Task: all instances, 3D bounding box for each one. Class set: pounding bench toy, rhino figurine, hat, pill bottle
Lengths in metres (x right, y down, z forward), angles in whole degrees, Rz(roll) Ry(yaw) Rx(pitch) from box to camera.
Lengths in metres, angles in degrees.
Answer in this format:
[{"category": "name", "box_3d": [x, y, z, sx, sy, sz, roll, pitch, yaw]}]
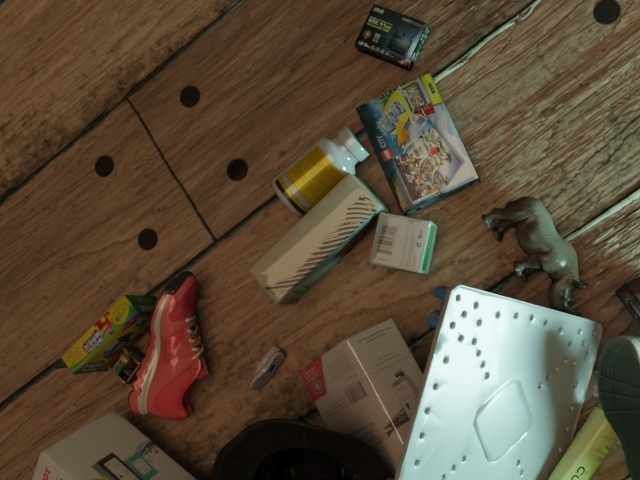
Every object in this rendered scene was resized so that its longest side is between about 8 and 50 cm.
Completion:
[{"category": "pounding bench toy", "box_3d": [-0.405, 0.263, 1.637, 0.052, 0.083, 0.065, 40, 97, 17]}, {"category": "rhino figurine", "box_3d": [0.398, 0.030, 1.411, 0.106, 0.073, 0.243, -34, 77, 15]}, {"category": "hat", "box_3d": [-0.020, 0.400, 1.366, 0.331, 0.134, 0.331, 2, 119, 4]}, {"category": "pill bottle", "box_3d": [0.002, -0.136, 1.534, 0.184, 0.103, 0.103, -39, 75, 11]}]

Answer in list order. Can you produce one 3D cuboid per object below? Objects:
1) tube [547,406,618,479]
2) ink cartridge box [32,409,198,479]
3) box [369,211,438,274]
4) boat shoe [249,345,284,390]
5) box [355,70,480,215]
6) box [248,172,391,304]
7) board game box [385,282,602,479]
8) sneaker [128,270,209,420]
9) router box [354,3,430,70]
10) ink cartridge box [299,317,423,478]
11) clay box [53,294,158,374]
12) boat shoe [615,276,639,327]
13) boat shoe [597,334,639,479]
[{"category": "tube", "box_3d": [0.433, 0.400, 1.352, 0.070, 0.062, 0.240, 36, 86, 1]}, {"category": "ink cartridge box", "box_3d": [-0.399, 0.511, 1.527, 0.270, 0.197, 0.198, 34, 118, 18]}, {"category": "box", "box_3d": [0.157, 0.007, 1.480, 0.102, 0.087, 0.101, 12, 89, 18]}, {"category": "boat shoe", "box_3d": [-0.112, 0.254, 1.575, 0.100, 0.035, 0.035, -55, 45, 10]}, {"category": "box", "box_3d": [0.185, -0.185, 1.512, 0.159, 0.044, 0.233, -25, 78, 14]}, {"category": "box", "box_3d": [0.000, 0.000, 1.520, 0.275, 0.113, 0.094, -44, 75, 11]}, {"category": "board game box", "box_3d": [0.282, 0.288, 1.289, 0.050, 0.390, 0.389, 15, 90, 54]}, {"category": "sneaker", "box_3d": [-0.280, 0.219, 1.604, 0.136, 0.116, 0.313, 17, 97, 8]}, {"category": "router box", "box_3d": [0.141, -0.399, 1.549, 0.122, 0.038, 0.092, 26, 92, 18]}, {"category": "ink cartridge box", "box_3d": [0.106, 0.312, 1.405, 0.283, 0.117, 0.207, 62, 145, 12]}, {"category": "clay box", "box_3d": [-0.433, 0.204, 1.629, 0.222, 0.127, 0.053, -45, 74, 10]}, {"category": "boat shoe", "box_3d": [0.588, 0.192, 1.325, 0.092, 0.103, 0.285, -25, 77, 22]}, {"category": "boat shoe", "box_3d": [0.548, 0.294, 1.288, 0.103, 0.118, 0.320, -24, 96, -23]}]
